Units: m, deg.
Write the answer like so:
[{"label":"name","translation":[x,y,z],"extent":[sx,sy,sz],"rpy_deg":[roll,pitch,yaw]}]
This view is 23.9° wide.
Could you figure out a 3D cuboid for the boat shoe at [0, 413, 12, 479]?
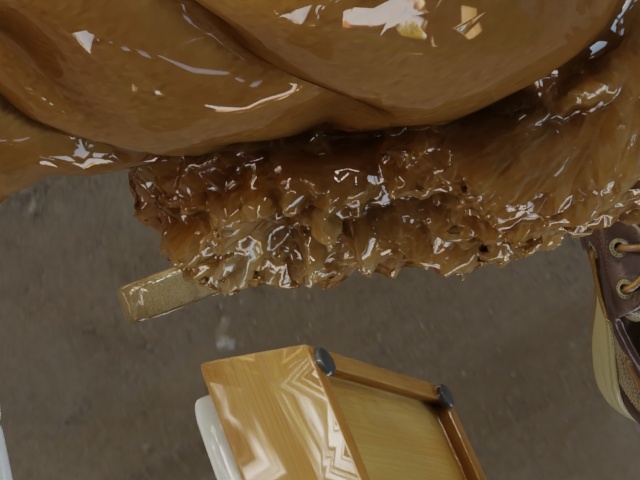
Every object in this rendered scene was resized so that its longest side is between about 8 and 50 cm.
[{"label":"boat shoe","translation":[-0.117,0.104,0.379],"extent":[0.095,0.084,0.258],"rpy_deg":[-11,84,-25]}]

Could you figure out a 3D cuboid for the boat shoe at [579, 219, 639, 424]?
[{"label":"boat shoe","translation":[0.248,0.012,1.084],"extent":[0.123,0.123,0.342],"rpy_deg":[-16,120,-9]}]

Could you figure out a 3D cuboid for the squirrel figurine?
[{"label":"squirrel figurine","translation":[-0.057,-0.081,0.622],"extent":[0.370,0.281,0.397],"rpy_deg":[-32,128,25]}]

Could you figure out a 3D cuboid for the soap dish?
[{"label":"soap dish","translation":[0.042,0.207,1.232],"extent":[0.118,0.229,0.291],"rpy_deg":[-34,152,20]}]

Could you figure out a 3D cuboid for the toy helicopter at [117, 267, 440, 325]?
[{"label":"toy helicopter","translation":[0.000,0.000,1.234],"extent":[0.355,0.235,0.140],"rpy_deg":[-20,94,4]}]
